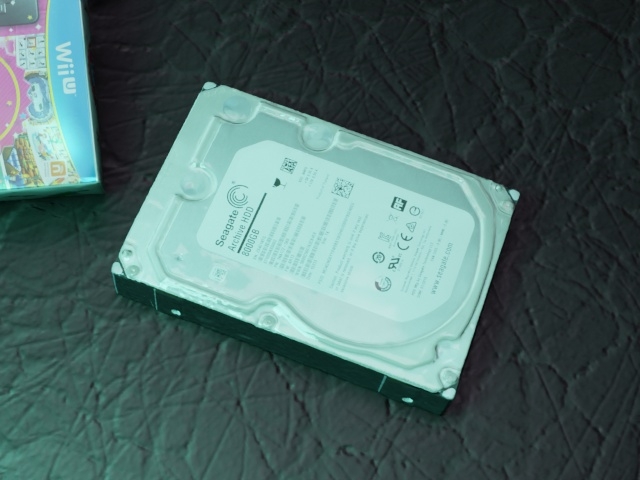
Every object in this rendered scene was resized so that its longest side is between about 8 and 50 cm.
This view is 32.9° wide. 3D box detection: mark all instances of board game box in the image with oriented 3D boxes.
[{"bbox_3d":[-0.370,-0.144,1.034,0.304,0.097,0.224,-6,86,-8],"label":"board game box"}]

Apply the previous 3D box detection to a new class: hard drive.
[{"bbox_3d":[0.000,0.000,1.051,0.339,0.064,0.236,21,64,6],"label":"hard drive"}]
